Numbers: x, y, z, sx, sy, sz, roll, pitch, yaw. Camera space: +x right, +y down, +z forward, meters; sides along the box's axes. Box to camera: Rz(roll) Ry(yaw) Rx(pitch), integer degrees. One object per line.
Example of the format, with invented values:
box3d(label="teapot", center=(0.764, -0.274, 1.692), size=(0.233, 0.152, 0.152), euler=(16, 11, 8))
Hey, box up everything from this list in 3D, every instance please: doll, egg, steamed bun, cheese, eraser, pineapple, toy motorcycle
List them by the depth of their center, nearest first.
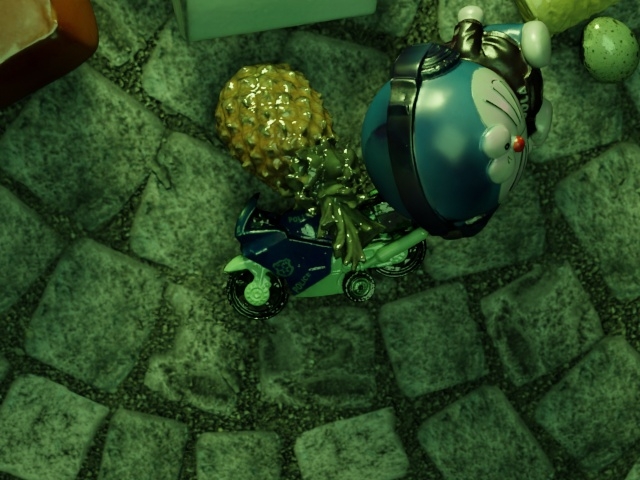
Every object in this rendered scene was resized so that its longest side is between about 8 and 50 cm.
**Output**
box3d(label="steamed bun", center=(-0.463, -0.370, 1.470), size=(0.235, 0.248, 0.379), euler=(-31, 93, 3))
box3d(label="doll", center=(0.191, -0.158, 1.509), size=(0.240, 0.310, 0.284), euler=(0, 131, 34))
box3d(label="eraser", center=(-0.069, -0.390, 1.516), size=(0.289, 0.104, 0.189), euler=(-11, 116, -13))
box3d(label="pineapple", center=(-0.012, -0.099, 1.523), size=(0.169, 0.169, 0.340), euler=(-42, 60, 8))
box3d(label="cheese", center=(0.365, -0.375, 1.574), size=(0.167, 0.094, 0.123), euler=(-29, 102, 5))
box3d(label="egg", center=(0.423, -0.281, 1.601), size=(0.085, 0.085, 0.110), euler=(-41, 125, 8))
box3d(label="toy motorcycle", center=(0.000, 0.000, 1.647), size=(0.331, 0.125, 0.196), euler=(-17, 105, 7))
